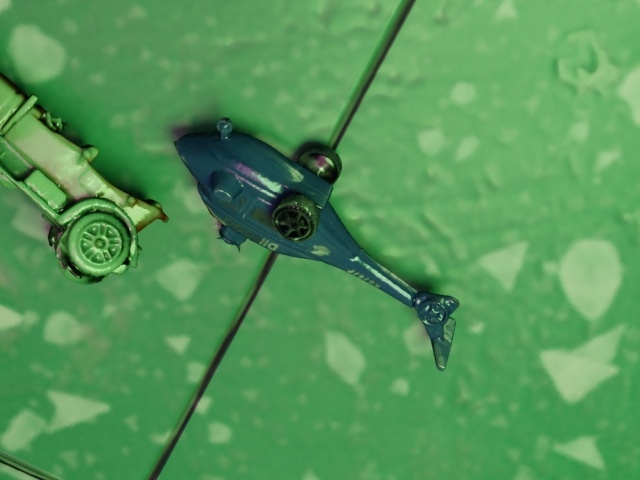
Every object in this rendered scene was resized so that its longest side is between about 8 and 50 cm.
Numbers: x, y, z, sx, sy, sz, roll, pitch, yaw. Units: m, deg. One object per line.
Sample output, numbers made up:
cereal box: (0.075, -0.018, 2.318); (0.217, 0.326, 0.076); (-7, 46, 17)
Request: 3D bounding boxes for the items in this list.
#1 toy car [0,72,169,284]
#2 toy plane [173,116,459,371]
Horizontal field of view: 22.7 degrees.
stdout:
toy car: (-0.137, -0.040, 0.726); (0.143, 0.073, 0.054); (44, 85, -11)
toy plane: (0.000, 0.000, 0.754); (0.167, 0.054, 0.062); (33, 128, -9)
